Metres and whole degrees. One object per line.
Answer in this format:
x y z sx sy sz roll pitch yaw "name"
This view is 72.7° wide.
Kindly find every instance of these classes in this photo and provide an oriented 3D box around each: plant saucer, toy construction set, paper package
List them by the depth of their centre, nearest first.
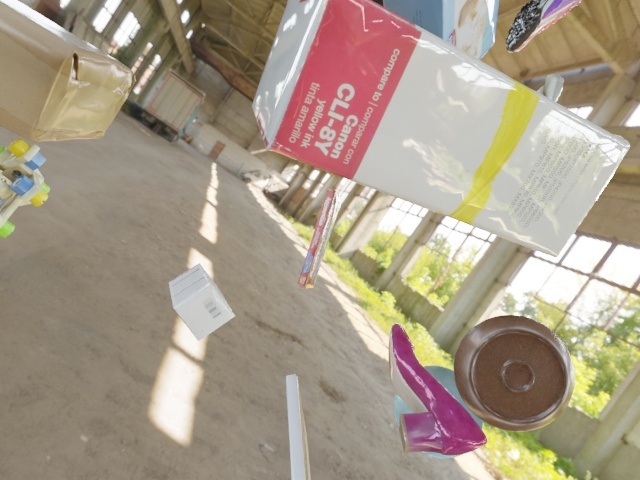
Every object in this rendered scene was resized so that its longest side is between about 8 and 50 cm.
0.280 0.193 0.627 0.168 0.168 0.029 35 3 11 "plant saucer"
-0.533 -0.318 0.730 0.325 0.168 0.309 30 8 -14 "paper package"
-0.635 -0.101 0.841 0.151 0.215 0.328 47 -19 -29 "toy construction set"
0.262 0.376 0.968 0.195 0.195 0.037 36 9 28 "plant saucer"

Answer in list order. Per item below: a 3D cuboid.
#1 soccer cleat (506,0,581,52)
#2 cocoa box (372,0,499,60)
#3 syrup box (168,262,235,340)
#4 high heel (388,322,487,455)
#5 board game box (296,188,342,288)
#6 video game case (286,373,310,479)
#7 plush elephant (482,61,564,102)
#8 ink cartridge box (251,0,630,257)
0.648 -0.650 1.198 0.116 0.318 0.108 13 52 -17 "soccer cleat"
0.214 -0.507 0.884 0.228 0.231 0.347 32 -17 29 "cocoa box"
-0.283 0.134 1.015 0.093 0.096 0.237 60 -13 -18 "syrup box"
0.175 0.224 0.700 0.117 0.082 0.244 -4 29 2 "high heel"
0.000 0.000 1.248 0.027 0.281 0.145 18 -1 11 "board game box"
-0.033 0.349 0.708 0.022 0.173 0.190 -7 32 -3 "video game case"
0.333 -0.257 0.901 0.330 0.255 0.272 48 -16 6 "plush elephant"
0.124 -0.149 0.558 0.385 0.160 0.279 17 20 -19 "ink cartridge box"
